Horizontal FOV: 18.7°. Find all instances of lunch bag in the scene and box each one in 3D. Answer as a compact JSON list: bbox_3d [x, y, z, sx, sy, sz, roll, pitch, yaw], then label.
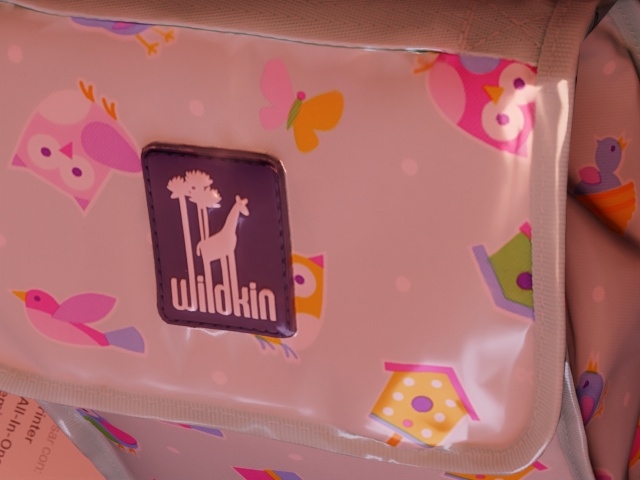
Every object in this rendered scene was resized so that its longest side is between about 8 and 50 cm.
[{"bbox_3d":[0.000,0.000,0.644,0.223,0.160,0.262,8,155,20],"label":"lunch bag"}]

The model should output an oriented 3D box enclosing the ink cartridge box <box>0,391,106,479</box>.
[{"bbox_3d":[-0.228,0.040,0.879,0.307,0.129,0.223,23,169,-9],"label":"ink cartridge box"}]
